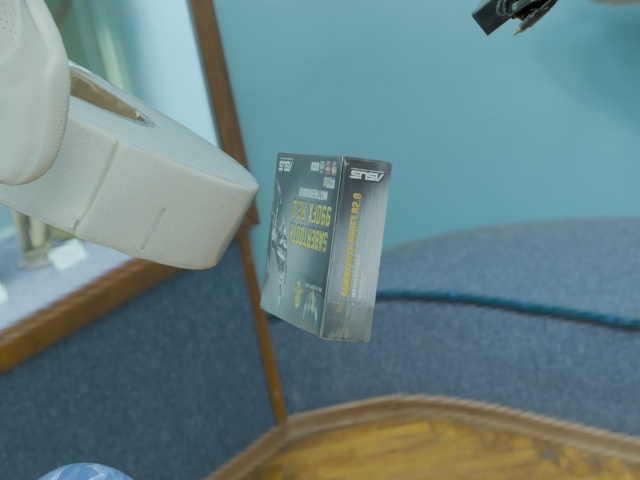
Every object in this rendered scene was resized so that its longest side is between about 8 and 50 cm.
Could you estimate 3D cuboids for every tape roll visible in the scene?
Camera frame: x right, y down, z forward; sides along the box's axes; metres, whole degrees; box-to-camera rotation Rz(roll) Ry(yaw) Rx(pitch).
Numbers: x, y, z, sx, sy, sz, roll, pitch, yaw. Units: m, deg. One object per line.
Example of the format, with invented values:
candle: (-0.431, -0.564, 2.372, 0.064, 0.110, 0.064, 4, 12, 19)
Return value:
tape roll: (-0.228, -0.101, 0.941, 0.392, 0.072, 0.392, 28, 5, -3)

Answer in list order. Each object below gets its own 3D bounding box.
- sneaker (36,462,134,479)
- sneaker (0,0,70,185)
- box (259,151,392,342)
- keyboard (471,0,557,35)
sneaker: (-0.160, 0.211, 0.634, 0.232, 0.081, 0.090, -52, 14, 22)
sneaker: (-0.188, -0.121, 0.659, 0.080, 0.212, 0.094, 13, 28, 30)
box: (0.000, 0.000, 1.379, 0.056, 0.183, 0.231, 7, 3, -18)
keyboard: (0.231, -0.259, 1.001, 0.317, 0.033, 0.201, -37, 16, 42)
